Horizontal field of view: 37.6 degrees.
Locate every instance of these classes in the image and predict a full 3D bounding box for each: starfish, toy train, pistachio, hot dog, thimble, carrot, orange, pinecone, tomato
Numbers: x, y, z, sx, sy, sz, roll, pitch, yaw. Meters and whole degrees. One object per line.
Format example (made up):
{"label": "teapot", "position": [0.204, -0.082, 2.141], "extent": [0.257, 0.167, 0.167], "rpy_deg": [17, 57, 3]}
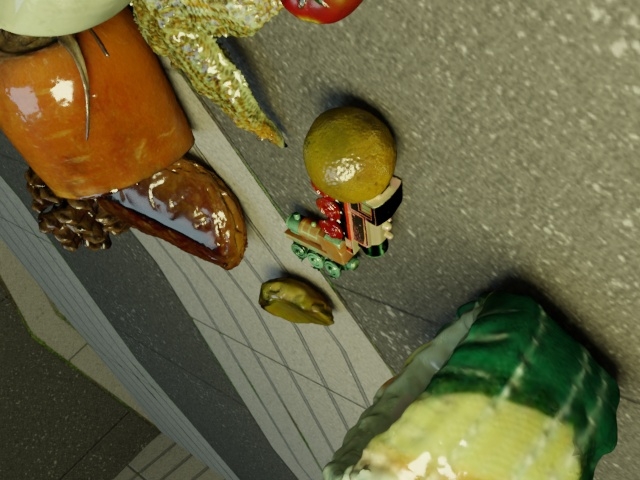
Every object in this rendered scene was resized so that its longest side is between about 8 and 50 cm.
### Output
{"label": "starfish", "position": [-0.153, -0.243, 0.905], "extent": [0.358, 0.078, 0.347], "rpy_deg": [40, 161, 13]}
{"label": "toy train", "position": [0.000, 0.000, 1.096], "extent": [0.103, 0.044, 0.064], "rpy_deg": [26, 148, 35]}
{"label": "pistachio", "position": [-0.036, 0.079, 1.291], "extent": [0.089, 0.049, 0.173], "rpy_deg": [30, 165, -26]}
{"label": "hot dog", "position": [-0.193, -0.043, 1.273], "extent": [0.227, 0.099, 0.160], "rpy_deg": [31, 156, 6]}
{"label": "thimble", "position": [0.134, 0.186, 0.855], "extent": [0.167, 0.288, 0.254], "rpy_deg": [43, 127, 2]}
{"label": "carrot", "position": [-0.280, -0.178, 1.061], "extent": [0.193, 0.214, 0.331], "rpy_deg": [-12, 130, 11]}
{"label": "orange", "position": [0.025, -0.079, 0.854], "extent": [0.095, 0.085, 0.085], "rpy_deg": [49, 164, 36]}
{"label": "pinecone", "position": [-0.359, -0.074, 1.443], "extent": [0.185, 0.169, 0.212], "rpy_deg": [48, 150, 35]}
{"label": "tomato", "position": [0.002, -0.205, 0.683], "extent": [0.087, 0.075, 0.087], "rpy_deg": [23, 144, 18]}
{"label": "toy train", "position": [0.040, -0.033, 0.954], "extent": [0.087, 0.050, 0.138], "rpy_deg": [31, 155, 24]}

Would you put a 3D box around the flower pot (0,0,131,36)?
{"label": "flower pot", "position": [-0.217, -0.306, 0.625], "extent": [0.367, 0.254, 0.164], "rpy_deg": [41, 137, 6]}
